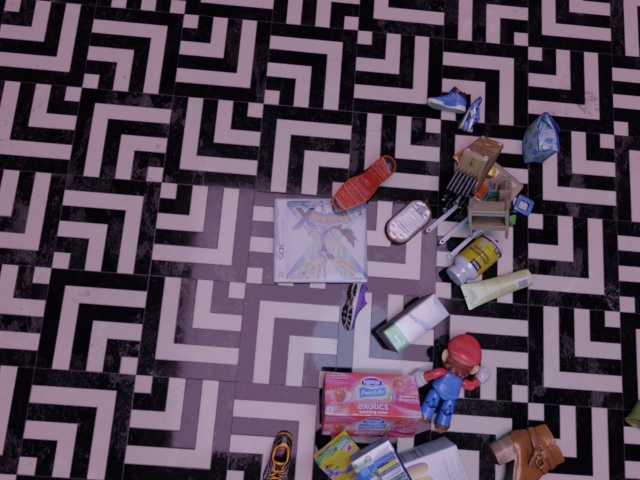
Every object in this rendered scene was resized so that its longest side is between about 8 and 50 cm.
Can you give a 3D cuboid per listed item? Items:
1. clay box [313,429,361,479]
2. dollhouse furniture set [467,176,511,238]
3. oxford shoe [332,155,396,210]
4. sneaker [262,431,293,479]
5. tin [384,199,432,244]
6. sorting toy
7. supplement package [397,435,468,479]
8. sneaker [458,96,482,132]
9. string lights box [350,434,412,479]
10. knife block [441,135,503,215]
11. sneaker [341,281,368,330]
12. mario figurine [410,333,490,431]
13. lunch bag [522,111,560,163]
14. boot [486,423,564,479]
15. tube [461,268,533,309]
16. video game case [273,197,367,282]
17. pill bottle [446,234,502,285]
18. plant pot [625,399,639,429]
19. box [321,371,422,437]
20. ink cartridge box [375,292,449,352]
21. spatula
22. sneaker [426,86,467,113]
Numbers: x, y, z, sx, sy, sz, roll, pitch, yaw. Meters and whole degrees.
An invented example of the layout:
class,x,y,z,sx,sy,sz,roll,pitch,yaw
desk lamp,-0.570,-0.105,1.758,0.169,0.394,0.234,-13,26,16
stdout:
class,x,y,z,sx,sy,sz,roll,pitch,yaw
clay box,0.070,0.686,1.556,0.127,0.053,0.222,-37,125,-8
dollhouse furniture set,0.586,-0.114,1.712,0.129,0.129,0.184,3,44,22
oxford shoe,0.150,-0.191,1.756,0.271,0.098,0.097,-36,92,-12
sneaker,-0.139,0.730,1.590,0.084,0.083,0.215,8,81,-3
tin,0.313,-0.067,1.774,0.189,0.040,0.106,-41,80,-8
sorting toy,0.618,-0.197,1.795,0.347,0.047,0.196,41,76,5
supplement package,0.324,0.743,1.582,0.244,0.134,0.139,-18,81,-6
sneaker,0.568,-0.466,1.848,0.059,0.053,0.144,30,89,3
string lights box,0.209,0.733,1.472,0.133,0.077,0.260,-30,81,-3
knife block,0.525,-0.218,1.750,0.088,0.242,0.275,30,39,20
sneaker,0.126,0.229,1.700,0.071,0.068,0.170,17,89,-27
mario figurine,0.433,0.462,1.665,0.198,0.170,0.321,27,90,-34
lunch bag,0.795,-0.370,1.801,0.096,0.129,0.151,-2,78,-4
boot,0.692,0.759,1.624,0.220,0.109,0.284,-17,74,-9
tube,0.617,0.162,1.741,0.240,0.062,0.070,-18,38,-1
video game case,0.000,0.000,1.747,0.328,0.036,0.300,0,80,-3
pill bottle,0.531,0.071,1.725,0.184,0.103,0.103,-39,84,-8
plant pot,1.087,0.586,1.679,0.083,0.083,0.079,33,68,3
box,0.156,0.522,1.583,0.299,0.142,0.154,3,44,-2
ink cartridge box,0.303,0.274,1.653,0.212,0.154,0.093,-37,84,-8
spatula,0.504,-0.061,1.788,0.242,0.019,0.168,-39,85,-10
sneaker,0.472,-0.531,1.848,0.152,0.058,0.085,10,85,-5
